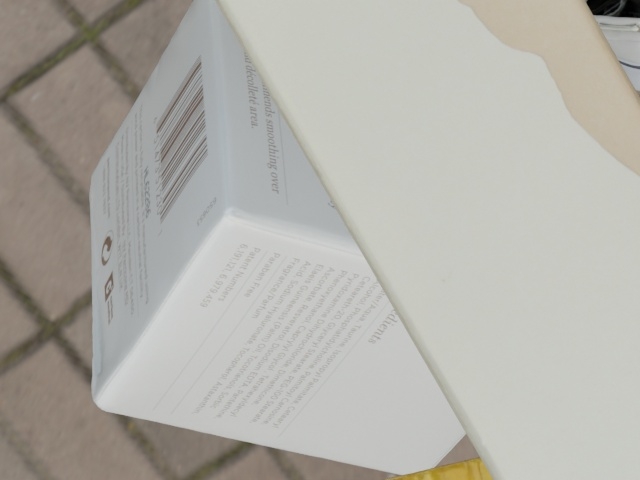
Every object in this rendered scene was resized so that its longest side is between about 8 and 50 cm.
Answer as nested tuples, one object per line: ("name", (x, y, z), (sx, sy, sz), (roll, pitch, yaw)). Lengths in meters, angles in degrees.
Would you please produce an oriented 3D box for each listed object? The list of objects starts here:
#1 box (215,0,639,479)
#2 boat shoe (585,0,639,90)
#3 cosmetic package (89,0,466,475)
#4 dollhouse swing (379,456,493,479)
("box", (0.063, -0.049, 0.705), (0.121, 0.148, 0.311), (-30, 94, 9))
("boat shoe", (0.274, -0.222, 1.690), (0.096, 0.267, 0.088), (-20, 118, -11))
("cosmetic package", (0.000, 0.000, 1.806), (0.393, 0.329, 0.327), (16, 134, -23))
("dollhouse swing", (0.194, 0.245, 0.882), (0.346, 0.305, 0.315), (-10, 81, -17))
